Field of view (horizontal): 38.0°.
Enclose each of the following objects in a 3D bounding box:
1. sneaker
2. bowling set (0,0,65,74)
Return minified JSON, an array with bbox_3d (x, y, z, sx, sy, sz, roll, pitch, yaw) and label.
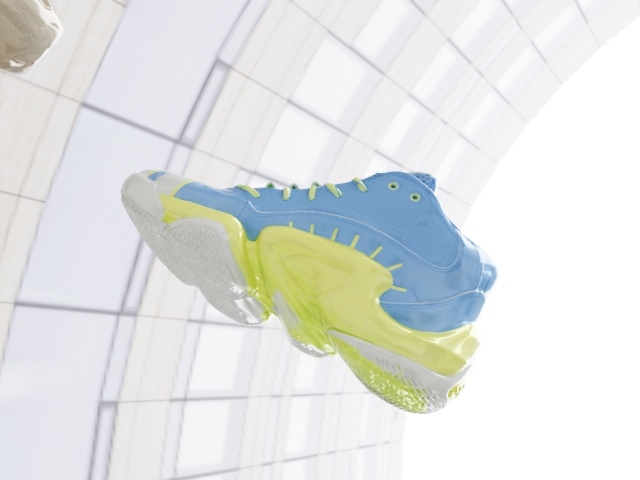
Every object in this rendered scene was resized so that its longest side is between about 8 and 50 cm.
[{"bbox_3d":[0.000,0.000,0.567,0.240,0.091,0.126,32,-112,13],"label":"sneaker"},{"bbox_3d":[-0.248,-0.048,0.379,0.200,0.287,0.154,-39,-69,19],"label":"bowling set"}]
